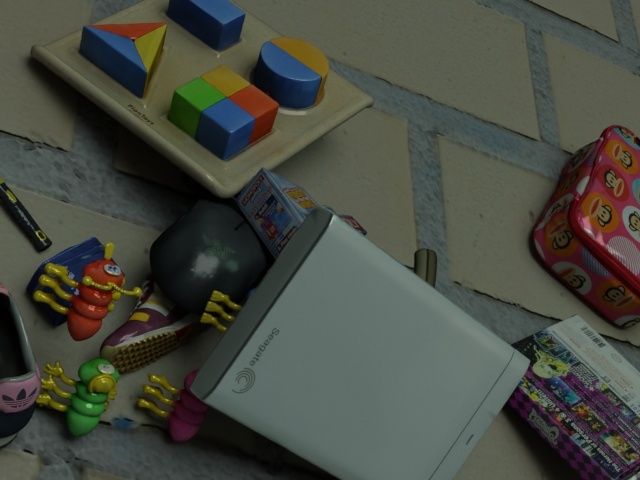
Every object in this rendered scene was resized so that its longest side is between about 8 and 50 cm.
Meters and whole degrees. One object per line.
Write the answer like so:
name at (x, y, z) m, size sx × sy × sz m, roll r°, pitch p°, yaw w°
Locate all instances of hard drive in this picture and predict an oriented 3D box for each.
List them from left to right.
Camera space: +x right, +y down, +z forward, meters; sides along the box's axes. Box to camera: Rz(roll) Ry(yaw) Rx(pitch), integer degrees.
hard drive at (0.056, 0.146, 1.350) m, size 0.353 × 0.233 × 0.047 m, roll 36°, pitch -2°, yaw -35°

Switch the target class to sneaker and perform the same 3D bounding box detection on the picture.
sneaker at (-0.359, 0.044, 1.239) m, size 0.112 × 0.131 × 0.319 m, roll -16°, pitch 70°, yaw -41°
sneaker at (-0.190, 0.083, 1.385) m, size 0.084 × 0.069 × 0.185 m, roll 48°, pitch 38°, yaw 15°

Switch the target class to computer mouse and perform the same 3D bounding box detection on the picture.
computer mouse at (-0.113, -0.009, 1.440) m, size 0.188 × 0.072 × 0.272 m, roll 40°, pitch 27°, yaw -7°

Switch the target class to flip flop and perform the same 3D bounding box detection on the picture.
flip flop at (0.094, 0.120, 1.538) m, size 0.080 × 0.112 × 0.277 m, roll 12°, pitch 51°, yaw 4°

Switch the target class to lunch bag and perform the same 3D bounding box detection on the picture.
lunch bag at (-0.268, 0.039, 1.352) m, size 0.065 × 0.067 × 0.098 m, roll 51°, pitch 44°, yaw 6°
lunch bag at (0.473, -0.010, 1.888) m, size 0.258 × 0.120 × 0.293 m, roll 42°, pitch 46°, yaw -9°

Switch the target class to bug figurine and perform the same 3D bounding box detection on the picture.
bug figurine at (-0.165, 0.114, 1.279) m, size 0.279 × 0.216 × 0.072 m, roll 10°, pitch 22°, yaw -34°

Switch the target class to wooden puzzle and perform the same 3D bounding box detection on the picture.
wooden puzzle at (-0.136, -0.223, 1.565) m, size 0.322 × 0.080 × 0.348 m, roll 37°, pitch 41°, yaw 18°

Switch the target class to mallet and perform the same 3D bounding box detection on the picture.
mallet at (-0.371, -0.064, 1.379) m, size 0.062 × 0.039 × 0.189 m, roll -26°, pitch 81°, yaw -45°

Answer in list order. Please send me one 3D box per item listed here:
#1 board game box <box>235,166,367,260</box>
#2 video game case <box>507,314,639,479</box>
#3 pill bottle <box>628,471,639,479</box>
board game box at (0.000, 0.000, 1.452) m, size 0.194 × 0.060 × 0.194 m, roll 48°, pitch 22°, yaw 19°
video game case at (0.358, 0.212, 1.646) m, size 0.210 × 0.042 × 0.232 m, roll -18°, pitch 53°, yaw -42°
pill bottle at (0.407, 0.363, 1.602) m, size 0.067 × 0.067 × 0.120 m, roll 8°, pitch 55°, yaw -31°
